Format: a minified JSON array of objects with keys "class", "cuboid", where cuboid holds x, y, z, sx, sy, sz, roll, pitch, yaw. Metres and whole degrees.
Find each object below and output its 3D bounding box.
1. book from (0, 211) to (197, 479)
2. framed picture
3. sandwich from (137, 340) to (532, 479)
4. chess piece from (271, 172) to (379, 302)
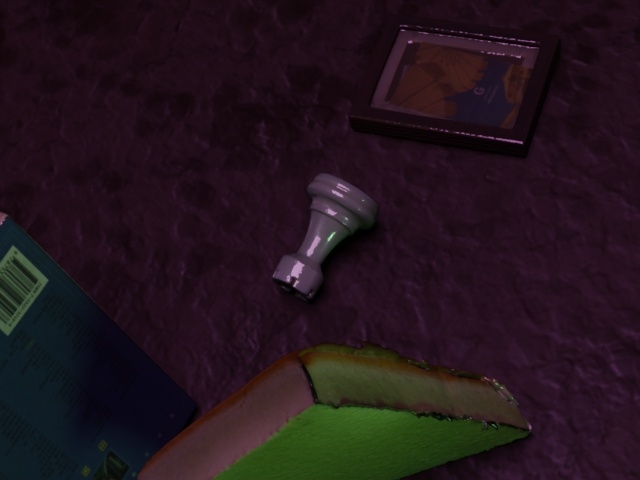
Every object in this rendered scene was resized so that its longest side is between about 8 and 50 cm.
[{"class":"book","cuboid":[-0.218,0.131,1.063,0.025,0.269,0.191,14,62,42]},{"class":"framed picture","cuboid":[0.125,-0.146,1.290,0.168,0.023,0.128,11,62,20]},{"class":"sandwich","cuboid":[0.006,0.160,1.077,0.212,0.245,0.063,-38,54,32]},{"class":"chess piece","cuboid":[0.000,0.000,1.211,0.067,0.067,0.103,24,75,26]}]
